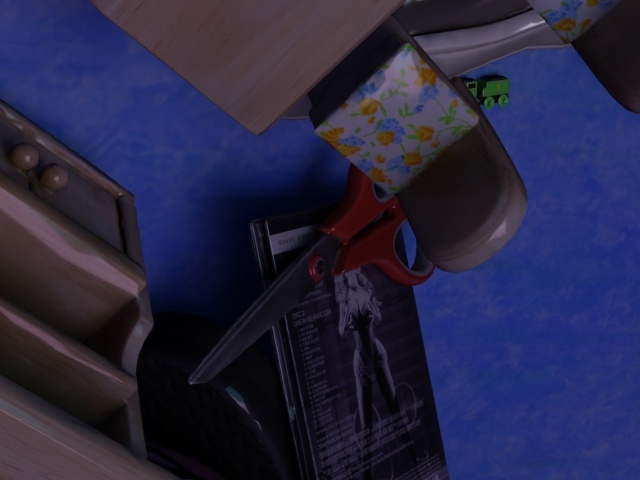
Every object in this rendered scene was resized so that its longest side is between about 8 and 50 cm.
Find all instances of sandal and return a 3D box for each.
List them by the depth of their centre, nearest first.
[{"bbox_3d":[0.004,0.206,0.980,0.107,0.167,0.446,-51,136,-33],"label":"sandal"}]

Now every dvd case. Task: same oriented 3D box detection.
[{"bbox_3d":[0.024,0.084,0.892,0.164,0.018,0.221,-15,96,-57],"label":"dvd case"}]

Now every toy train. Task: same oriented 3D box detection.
[{"bbox_3d":[0.098,-0.102,0.945,0.083,0.017,0.024,-10,112,-29],"label":"toy train"}]

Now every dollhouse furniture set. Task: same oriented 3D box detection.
[{"bbox_3d":[-0.047,-0.078,0.626,0.394,0.256,0.362,-42,124,16],"label":"dollhouse furniture set"}]

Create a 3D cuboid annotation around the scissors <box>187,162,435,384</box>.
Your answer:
[{"bbox_3d":[0.000,0.000,0.842,0.297,0.021,0.109,-21,107,-54],"label":"scissors"}]

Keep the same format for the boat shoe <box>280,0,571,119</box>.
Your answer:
[{"bbox_3d":[0.086,-0.154,0.857,0.305,0.109,0.091,-18,85,-10],"label":"boat shoe"}]

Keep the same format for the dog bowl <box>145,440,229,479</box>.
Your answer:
[{"bbox_3d":[-0.177,0.289,0.845,0.407,0.150,0.408,-8,128,-10],"label":"dog bowl"}]
